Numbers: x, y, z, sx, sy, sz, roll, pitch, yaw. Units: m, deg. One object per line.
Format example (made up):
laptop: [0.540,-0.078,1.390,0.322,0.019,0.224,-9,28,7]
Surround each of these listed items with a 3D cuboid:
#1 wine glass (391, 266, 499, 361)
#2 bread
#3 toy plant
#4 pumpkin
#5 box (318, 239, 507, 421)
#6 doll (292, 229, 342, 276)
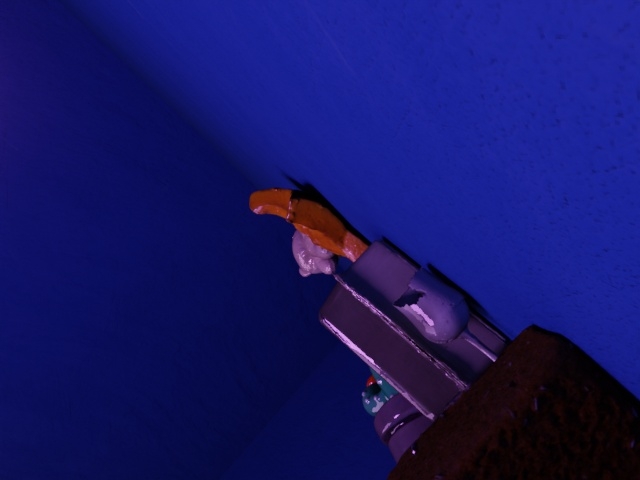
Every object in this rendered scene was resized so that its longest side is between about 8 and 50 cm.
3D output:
wine glass: [0.190,0.120,0.664,0.195,0.079,0.079,39,177,16]
bread: [0.135,0.281,0.492,0.165,0.416,0.113,46,177,-4]
toy plant: [0.181,0.313,0.971,0.280,0.185,0.400,104,154,-43]
pumpkin: [0.007,-0.010,1.035,0.290,0.095,0.258,39,175,-22]
box: [0.143,0.146,0.814,0.290,0.166,0.220,39,176,18]
doll: [0.002,0.004,1.356,0.149,0.175,0.278,4,171,-6]
